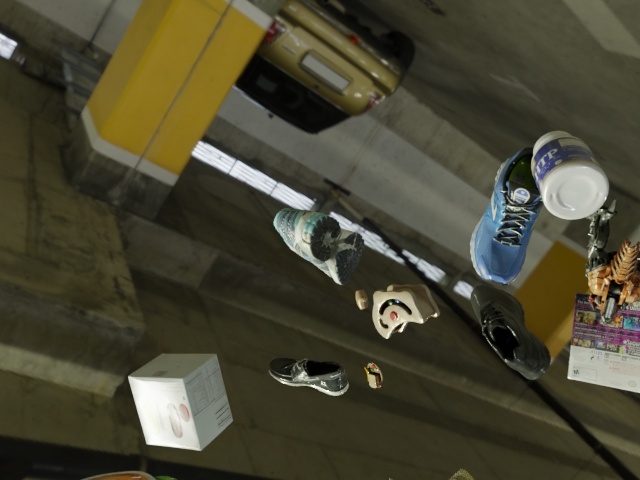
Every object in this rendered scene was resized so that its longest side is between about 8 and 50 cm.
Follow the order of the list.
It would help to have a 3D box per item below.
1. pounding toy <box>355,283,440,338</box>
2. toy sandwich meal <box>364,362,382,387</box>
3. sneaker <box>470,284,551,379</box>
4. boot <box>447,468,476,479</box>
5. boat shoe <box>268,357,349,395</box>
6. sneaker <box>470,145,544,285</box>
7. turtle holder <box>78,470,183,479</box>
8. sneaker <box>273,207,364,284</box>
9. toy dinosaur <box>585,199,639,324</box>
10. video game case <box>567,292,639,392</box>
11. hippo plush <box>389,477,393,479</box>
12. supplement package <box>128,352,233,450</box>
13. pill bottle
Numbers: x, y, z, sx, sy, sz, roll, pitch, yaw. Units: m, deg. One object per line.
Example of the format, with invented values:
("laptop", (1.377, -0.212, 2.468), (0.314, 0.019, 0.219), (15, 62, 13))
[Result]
("pounding toy", (0.209, 0.224, 1.819), (0.155, 0.154, 0.269), (-17, -173, -38))
("toy sandwich meal", (0.174, 0.446, 1.991), (0.029, 0.086, 0.085), (-19, -138, -29))
("sneaker", (0.438, 0.201, 1.458), (0.130, 0.109, 0.286), (24, -157, -33))
("boot", (0.450, 0.868, 1.938), (0.262, 0.203, 0.095), (38, 150, 64))
("boat shoe", (-0.036, 0.341, 1.599), (0.233, 0.079, 0.084), (6, -141, 28))
("sneaker", (0.418, -0.062, 1.332), (0.129, 0.330, 0.147), (14, 167, 11))
("turtle holder", (-0.298, 0.453, 0.777), (0.227, 0.320, 0.243), (26, -161, -37))
("sneaker", (0.000, 0.000, 1.239), (0.122, 0.110, 0.283), (24, 168, 28))
("toy dinosaur", (0.577, 0.051, 1.143), (0.164, 0.218, 0.322), (18, 171, 2))
("video game case", (0.704, 0.238, 1.393), (0.232, 0.210, 0.042), (4, 177, 37))
("hippo plush", (0.273, 0.858, 1.707), (0.294, 0.234, 0.236), (36, -128, -2))
("supplement package", (-0.372, 0.425, 1.611), (0.194, 0.203, 0.149), (-5, -167, 28))
("pill bottle", (0.454, -0.130, 1.121), (0.112, 0.112, 0.187), (31, -149, -11))
